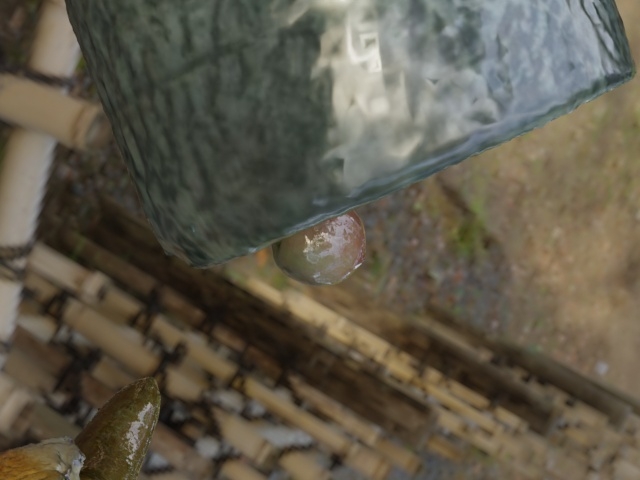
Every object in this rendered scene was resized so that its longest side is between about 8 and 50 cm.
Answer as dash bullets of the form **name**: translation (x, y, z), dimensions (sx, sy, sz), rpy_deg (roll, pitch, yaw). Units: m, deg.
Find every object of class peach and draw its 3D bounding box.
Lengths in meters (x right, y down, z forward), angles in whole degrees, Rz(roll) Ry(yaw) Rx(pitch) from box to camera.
- **peach**: translation (-0.001, -0.001, 1.334), dimensions (0.083, 0.083, 0.083), rpy_deg (-49, 157, -30)

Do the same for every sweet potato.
- **sweet potato**: translation (-0.230, 0.228, 1.578), dimensions (0.346, 0.079, 0.108), rpy_deg (-44, 133, -74)

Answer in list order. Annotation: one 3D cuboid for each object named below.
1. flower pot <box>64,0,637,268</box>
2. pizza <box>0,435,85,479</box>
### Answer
- **flower pot**: translation (0.004, -0.164, 0.750), dimensions (0.299, 0.283, 0.299), rpy_deg (-24, -179, 0)
- **pizza**: translation (-0.216, 0.189, 1.061), dimensions (0.195, 0.185, 0.052), rpy_deg (-41, 144, -57)
